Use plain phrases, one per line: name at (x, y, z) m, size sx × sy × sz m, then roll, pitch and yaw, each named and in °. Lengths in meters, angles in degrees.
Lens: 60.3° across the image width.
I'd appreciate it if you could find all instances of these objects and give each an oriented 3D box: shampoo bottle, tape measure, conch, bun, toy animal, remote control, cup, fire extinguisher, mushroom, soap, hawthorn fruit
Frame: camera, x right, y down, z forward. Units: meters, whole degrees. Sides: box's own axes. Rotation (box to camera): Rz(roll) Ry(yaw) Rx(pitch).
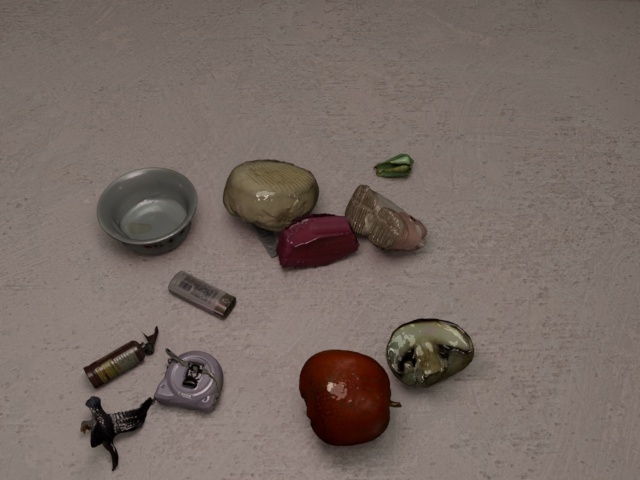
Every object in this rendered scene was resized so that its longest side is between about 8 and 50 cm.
shampoo bottle at (-0.401, 0.183, 1.872) m, size 0.227 × 0.056 × 0.086 m, roll 23°, pitch 54°, yaw 13°
tape measure at (-0.392, 0.419, 1.671) m, size 0.195 × 0.105 × 0.179 m, roll 4°, pitch 53°, yaw 1°
conch at (0.304, -0.294, 2.254) m, size 0.170 × 0.079 × 0.106 m, roll -17°, pitch 49°, yaw 4°
bun at (-0.177, -0.151, 1.995) m, size 0.359 × 0.211 × 0.360 m, roll 10°, pitch 25°, yaw -5°
toy animal at (-0.603, 0.545, 1.572) m, size 0.160 × 0.197 × 0.272 m, roll 13°, pitch 9°, yaw 26°
remote control at (-0.204, -0.013, 2.047) m, size 0.049 × 0.027 × 0.184 m, roll -23°, pitch 63°, yaw -22°
cup at (-0.609, -0.085, 1.989) m, size 0.346 × 0.163 × 0.348 m, roll 2°, pitch 55°, yaw -3°
fire extinguisher at (-0.613, 0.350, 1.726) m, size 0.252 × 0.075 × 0.106 m, roll -31°, pitch 61°, yaw -23°
mushroom at (0.328, 0.358, 1.723) m, size 0.266 × 0.164 × 0.190 m, roll -24°, pitch 55°, yaw -15°
soap at (0.000, 0.000, 1.950) m, size 0.288 × 0.182 × 0.112 m, roll -4°, pitch 51°, yaw -25°
hawthorn fruit at (0.084, 0.452, 1.578) m, size 0.299 × 0.275 × 0.276 m, roll 5°, pitch 54°, yaw 2°

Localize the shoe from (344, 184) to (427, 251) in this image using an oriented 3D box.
shoe at (0.236, -0.064, 2.036) m, size 0.198 × 0.172 × 0.351 m, roll 17°, pitch 23°, yaw -36°
